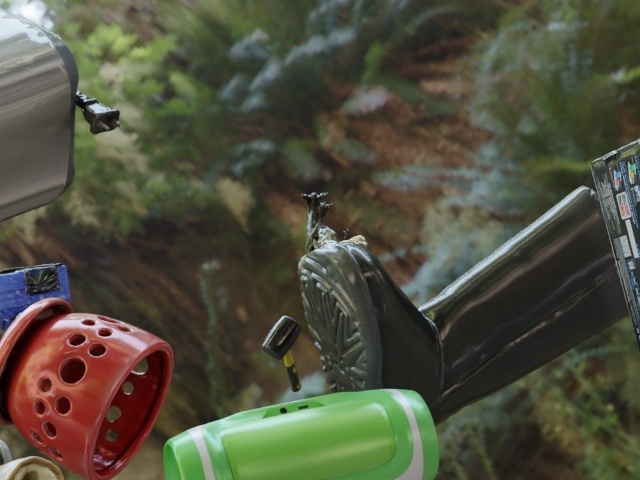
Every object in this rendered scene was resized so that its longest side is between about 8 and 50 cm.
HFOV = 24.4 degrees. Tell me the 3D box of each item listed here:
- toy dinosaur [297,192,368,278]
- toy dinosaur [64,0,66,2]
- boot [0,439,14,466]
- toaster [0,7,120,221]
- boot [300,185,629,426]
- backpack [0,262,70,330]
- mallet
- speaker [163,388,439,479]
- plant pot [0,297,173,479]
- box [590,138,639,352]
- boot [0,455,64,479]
[{"bbox_3d":[0.000,0.000,2.061,0.064,0.118,0.268,-3,-9,-14],"label":"toy dinosaur"},{"bbox_3d":[-0.288,-0.370,1.710,0.092,0.053,0.183,-16,-83,-17],"label":"toy dinosaur"},{"bbox_3d":[-0.638,0.383,2.053,0.377,0.138,0.284,-32,-28,17],"label":"boot"},{"bbox_3d":[-0.251,-0.073,0.890,0.146,0.227,0.129,-32,-43,-50],"label":"toaster"},{"bbox_3d":[0.206,0.058,1.920,0.445,0.146,0.367,-28,-44,-19],"label":"boot"},{"bbox_3d":[-0.413,0.087,2.062,0.120,0.101,0.098,-5,-23,-17],"label":"backpack"},{"bbox_3d":[-0.053,0.188,2.225,0.062,0.039,0.190,-51,-25,-29],"label":"mallet"},{"bbox_3d":[-0.022,0.250,1.678,0.296,0.131,0.131,-9,-45,-18],"label":"speaker"},{"bbox_3d":[-0.298,0.177,1.796,0.191,0.174,0.191,-56,-20,-34],"label":"plant pot"},{"bbox_3d":[0.273,0.028,1.085,0.051,0.220,0.175,-13,-4,-9],"label":"box"},{"bbox_3d":[-0.330,0.302,1.183,0.089,0.269,0.236,28,-124,-41],"label":"boot"}]
